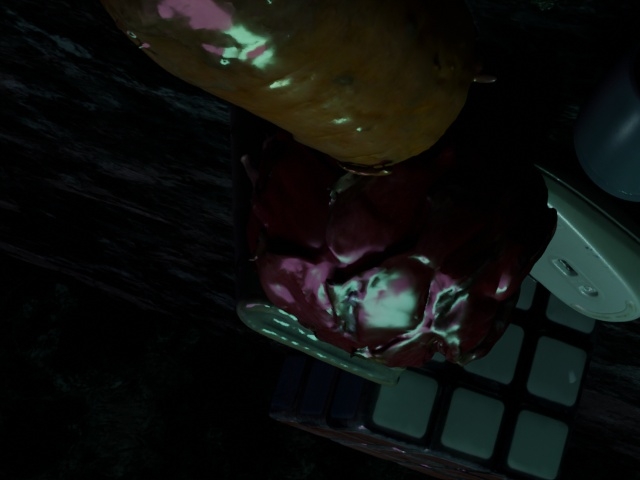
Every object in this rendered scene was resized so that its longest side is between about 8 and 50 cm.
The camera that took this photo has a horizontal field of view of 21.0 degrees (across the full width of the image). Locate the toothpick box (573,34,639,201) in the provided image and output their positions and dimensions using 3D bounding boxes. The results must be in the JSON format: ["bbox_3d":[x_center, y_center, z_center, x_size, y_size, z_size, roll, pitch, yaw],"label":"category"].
[{"bbox_3d":[0.295,-0.115,1.508,0.120,0.120,0.184,20,162,3],"label":"toothpick box"}]

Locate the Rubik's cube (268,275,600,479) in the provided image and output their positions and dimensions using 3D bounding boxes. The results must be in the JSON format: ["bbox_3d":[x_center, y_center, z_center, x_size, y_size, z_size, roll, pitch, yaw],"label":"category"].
[{"bbox_3d":[0.151,0.140,2.262,0.303,0.301,0.305,21,168,-23],"label":"Rubik's cube"}]

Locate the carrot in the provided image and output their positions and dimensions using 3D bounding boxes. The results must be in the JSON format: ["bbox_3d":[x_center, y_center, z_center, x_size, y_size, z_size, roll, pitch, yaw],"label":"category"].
[{"bbox_3d":[-0.032,-0.212,1.424,0.224,0.224,0.340,8,166,43],"label":"carrot"}]

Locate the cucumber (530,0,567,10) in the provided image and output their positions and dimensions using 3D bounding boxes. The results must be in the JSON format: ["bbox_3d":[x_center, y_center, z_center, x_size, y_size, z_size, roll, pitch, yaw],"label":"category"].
[{"bbox_3d":[0.216,-0.226,1.354,0.044,0.043,0.256,29,166,-11],"label":"cucumber"}]

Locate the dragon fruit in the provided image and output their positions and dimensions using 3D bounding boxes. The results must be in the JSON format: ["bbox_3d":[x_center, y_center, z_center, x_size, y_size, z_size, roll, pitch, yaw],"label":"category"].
[{"bbox_3d":[0.082,-0.026,1.758,0.329,0.329,0.329,20,166,5],"label":"dragon fruit"}]

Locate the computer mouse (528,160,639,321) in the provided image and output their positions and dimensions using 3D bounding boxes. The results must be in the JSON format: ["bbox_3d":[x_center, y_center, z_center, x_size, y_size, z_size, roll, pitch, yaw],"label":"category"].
[{"bbox_3d":[0.283,-0.017,1.944,0.288,0.097,0.159,43,157,-22],"label":"computer mouse"}]

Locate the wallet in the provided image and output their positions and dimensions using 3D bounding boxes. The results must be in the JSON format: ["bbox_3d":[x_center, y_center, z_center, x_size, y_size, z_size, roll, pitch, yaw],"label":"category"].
[{"bbox_3d":[0.000,0.000,2.000,0.252,0.360,0.083,28,126,-27],"label":"wallet"}]
